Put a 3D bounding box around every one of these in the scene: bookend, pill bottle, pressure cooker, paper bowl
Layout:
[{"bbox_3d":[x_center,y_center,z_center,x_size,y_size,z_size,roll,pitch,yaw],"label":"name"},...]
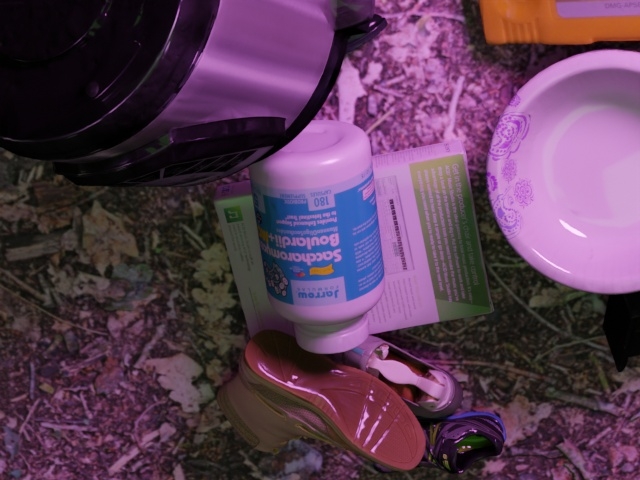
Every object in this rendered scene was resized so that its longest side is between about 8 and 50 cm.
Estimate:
[{"bbox_3d":[0.452,0.089,1.757,0.156,0.072,0.157,-11,149,-3],"label":"bookend"},{"bbox_3d":[0.000,0.000,1.642,0.146,0.146,0.264,-7,115,3],"label":"pill bottle"},{"bbox_3d":[-0.167,-0.250,1.443,0.370,0.420,0.375,41,105,20],"label":"pressure cooker"},{"bbox_3d":[0.347,-0.086,1.635,0.284,0.148,0.284,3,102,15],"label":"paper bowl"}]

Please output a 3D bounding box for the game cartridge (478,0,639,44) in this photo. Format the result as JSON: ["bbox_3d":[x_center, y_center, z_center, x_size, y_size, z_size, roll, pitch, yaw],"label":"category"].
[{"bbox_3d":[0.313,-0.350,1.507,0.324,0.052,0.285,2,123,28],"label":"game cartridge"}]

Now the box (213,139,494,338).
[{"bbox_3d":[0.045,0.012,1.760,0.322,0.058,0.232,-10,115,6],"label":"box"}]

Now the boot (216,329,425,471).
[{"bbox_3d":[-0.006,0.234,1.788,0.262,0.095,0.203,30,148,-3],"label":"boot"}]

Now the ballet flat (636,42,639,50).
[{"bbox_3d":[0.487,-0.228,1.602,0.241,0.077,0.091,-16,149,24],"label":"ballet flat"}]

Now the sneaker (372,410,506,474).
[{"bbox_3d":[0.160,0.281,1.874,0.188,0.078,0.067,-12,115,6],"label":"sneaker"}]

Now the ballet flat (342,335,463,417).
[{"bbox_3d":[0.121,0.187,1.801,0.213,0.068,0.072,28,82,-31],"label":"ballet flat"}]

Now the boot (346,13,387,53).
[{"bbox_3d":[0.006,-0.267,1.636,0.121,0.045,0.099,-28,106,11],"label":"boot"}]
